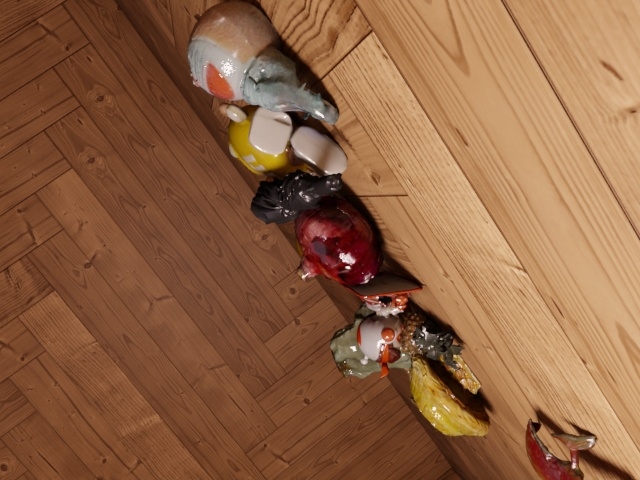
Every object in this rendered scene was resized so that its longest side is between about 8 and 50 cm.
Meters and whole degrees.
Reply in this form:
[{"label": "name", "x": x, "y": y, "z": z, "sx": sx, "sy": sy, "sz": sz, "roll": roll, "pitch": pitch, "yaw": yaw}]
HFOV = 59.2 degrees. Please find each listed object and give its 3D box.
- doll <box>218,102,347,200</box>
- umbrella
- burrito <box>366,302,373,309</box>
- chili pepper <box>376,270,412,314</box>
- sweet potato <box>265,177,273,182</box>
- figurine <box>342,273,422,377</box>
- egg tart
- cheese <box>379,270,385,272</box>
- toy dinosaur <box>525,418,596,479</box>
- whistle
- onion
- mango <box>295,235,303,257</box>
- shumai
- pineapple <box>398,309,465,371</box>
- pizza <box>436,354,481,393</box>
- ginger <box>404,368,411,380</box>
[{"label": "doll", "x": -0.087, "y": -0.214, "z": 1.298, "sx": 0.348, "sy": 0.161, "sz": 0.423, "roll": 36, "pitch": 177, "yaw": 9}, {"label": "umbrella", "x": -0.048, "y": -0.096, "z": 1.171, "sx": 0.118, "sy": 0.118, "sz": 0.340, "roll": 55, "pitch": 155, "yaw": -14}, {"label": "burrito", "x": 0.194, "y": 0.196, "z": 1.756, "sx": 0.064, "sy": 0.064, "sz": 0.203, "roll": 55, "pitch": 169, "yaw": -11}, {"label": "chili pepper", "x": 0.194, "y": 0.153, "z": 1.518, "sx": 0.063, "sy": 0.071, "sz": 0.272, "roll": 7, "pitch": 138, "yaw": 53}, {"label": "sweet potato", "x": -0.090, "y": -0.140, "z": 1.825, "sx": 0.109, "sy": 0.109, "sz": 0.385, "roll": 51, "pitch": -176, "yaw": 18}, {"label": "figurine", "x": 0.149, "y": 0.214, "z": 1.372, "sx": 0.183, "sy": 0.160, "sz": 0.226, "roll": -152, "pitch": 57, "yaw": -73}, {"label": "egg tart", "x": 0.326, "y": 0.421, "z": 1.514, "sx": 0.290, "sy": 0.115, "sz": 0.290, "roll": 43, "pitch": -171, "yaw": -8}, {"label": "cheese", "x": 0.173, "y": 0.116, "z": 1.591, "sx": 0.060, "sy": 0.041, "sz": 0.084, "roll": 49, "pitch": 160, "yaw": -30}, {"label": "toy dinosaur", "x": 0.478, "y": 0.428, "z": 1.029, "sx": 0.327, "sy": 0.113, "sz": 0.206, "roll": 137, "pitch": 122, "yaw": -72}, {"label": "whistle", "x": -0.119, "y": -0.306, "z": 1.039, "sx": 0.348, "sy": 0.189, "sz": 0.189, "roll": 40, "pitch": 170, "yaw": 12}, {"label": "onion", "x": 0.031, "y": 0.017, "z": 1.333, "sx": 0.252, "sy": 0.219, "sz": 0.252, "roll": 43, "pitch": 180, "yaw": 0}, {"label": "mango", "x": 0.004, "y": 0.006, "z": 1.757, "sx": 0.175, "sy": 0.139, "sz": 0.254, "roll": 50, "pitch": 166, "yaw": 2}, {"label": "shumai", "x": 0.172, "y": 0.370, "z": 1.914, "sx": 0.309, "sy": 0.263, "sz": 0.304, "roll": 58, "pitch": 173, "yaw": -30}, {"label": "pineapple", "x": 0.261, "y": 0.243, "z": 1.400, "sx": 0.125, "sy": 0.125, "sz": 0.251, "roll": 55, "pitch": 167, "yaw": -14}, {"label": "pizza", "x": 0.345, "y": 0.326, "z": 1.481, "sx": 0.134, "sy": 0.046, "sz": 0.175, "roll": 58, "pitch": 172, "yaw": -32}, {"label": "ginger", "x": 0.337, "y": 0.474, "z": 2.057, "sx": 0.258, "sy": 0.065, "sz": 0.149, "roll": 32, "pitch": -168, "yaw": 39}]
